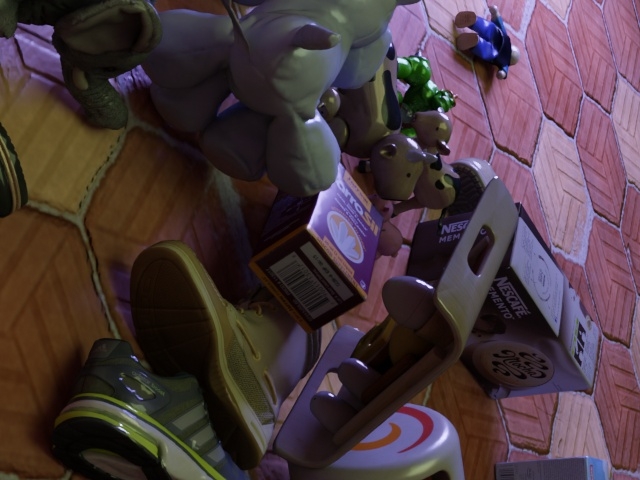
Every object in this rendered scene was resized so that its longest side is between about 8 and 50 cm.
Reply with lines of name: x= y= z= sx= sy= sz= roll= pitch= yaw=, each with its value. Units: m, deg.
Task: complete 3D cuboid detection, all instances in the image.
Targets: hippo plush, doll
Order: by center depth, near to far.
hippo plush: x=-0.039 y=-0.221 z=1.272 sx=0.237 sy=0.234 sz=0.294 roll=-57 pitch=164 yaw=-31
doll: x=0.288 y=-0.333 z=2.060 sx=0.189 sy=0.046 sz=0.129 roll=15 pitch=69 yaw=-55

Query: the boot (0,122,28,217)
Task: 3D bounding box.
boot: x=-0.335 y=-0.079 z=0.976 sx=0.198 sy=0.076 sz=0.137 roll=56 pitch=41 yaw=-11

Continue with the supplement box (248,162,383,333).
supplement box: x=0.000 y=0.000 z=1.326 sx=0.104 sy=0.080 sz=0.188 roll=51 pitch=24 yaw=-17

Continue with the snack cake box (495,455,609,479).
snack cake box: x=0.349 y=0.457 z=1.810 sx=0.089 sy=0.152 sz=0.265 roll=23 pitch=62 yaw=-54

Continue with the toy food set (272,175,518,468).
toy food set: x=0.073 y=0.084 z=1.282 sx=0.092 sy=0.306 sz=0.220 roll=39 pitch=40 yaw=-6

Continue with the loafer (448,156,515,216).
loafer: x=0.272 y=-0.015 z=1.883 sx=0.092 sy=0.101 sz=0.269 roll=-44 pitch=117 yaw=-47

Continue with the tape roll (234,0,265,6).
tape roll: x=-0.079 y=-0.396 z=1.469 sx=0.219 sy=0.072 sz=0.219 roll=23 pitch=62 yaw=-54

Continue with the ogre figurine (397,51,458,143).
ogre figurine: x=0.125 y=-0.181 z=1.717 sx=0.118 sy=0.097 sz=0.197 roll=-37 pitch=97 yaw=-37

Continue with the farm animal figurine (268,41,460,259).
farm animal figurine: x=0.071 y=-0.126 z=1.529 sx=0.330 sy=0.172 sz=0.327 roll=-29 pitch=105 yaw=-57

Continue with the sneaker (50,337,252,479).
sneaker: x=-0.129 y=0.196 z=1.178 sx=0.300 sy=0.111 sz=0.121 roll=48 pitch=39 yaw=-43

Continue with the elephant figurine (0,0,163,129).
elephant figurine: x=-0.205 y=-0.218 z=1.106 sx=0.239 sy=0.186 sz=0.169 roll=30 pitch=77 yaw=-38

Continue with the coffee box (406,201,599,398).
coffee box: x=0.268 y=0.095 z=1.780 sx=0.297 sy=0.168 sz=0.119 roll=52 pitch=41 yaw=-37

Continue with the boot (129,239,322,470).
boot: x=-0.088 y=0.078 z=1.285 sx=0.203 sy=0.095 sz=0.262 roll=-53 pitch=126 yaw=-50

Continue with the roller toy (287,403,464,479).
roller toy: x=0.065 y=0.281 z=1.365 sx=0.209 sy=0.191 sz=0.146 roll=-43 pitch=127 yaw=-65
